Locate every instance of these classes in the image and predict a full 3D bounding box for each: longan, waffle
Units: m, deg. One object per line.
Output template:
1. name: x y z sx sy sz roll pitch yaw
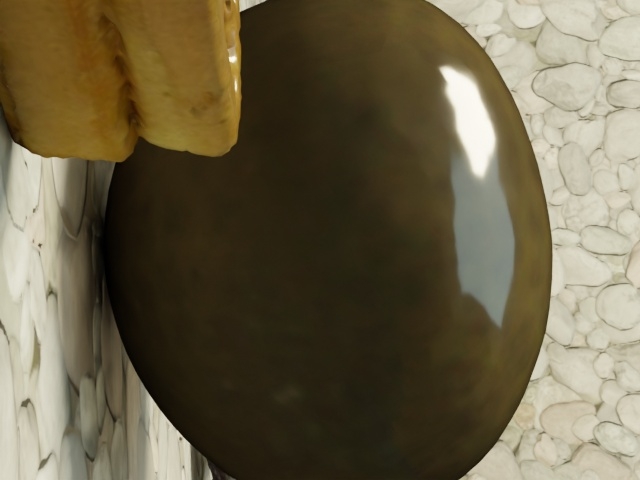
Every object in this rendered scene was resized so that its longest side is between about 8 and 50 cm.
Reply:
1. longan: 0.000 0.000 0.853 0.300 0.243 0.300 179 -90 -68
2. waffle: -0.086 -0.200 0.548 0.327 0.098 0.224 87 0 -56

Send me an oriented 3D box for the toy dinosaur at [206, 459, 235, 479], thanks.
1. toy dinosaur: -0.062 0.156 1.285 0.162 0.077 0.294 77 12 -81
